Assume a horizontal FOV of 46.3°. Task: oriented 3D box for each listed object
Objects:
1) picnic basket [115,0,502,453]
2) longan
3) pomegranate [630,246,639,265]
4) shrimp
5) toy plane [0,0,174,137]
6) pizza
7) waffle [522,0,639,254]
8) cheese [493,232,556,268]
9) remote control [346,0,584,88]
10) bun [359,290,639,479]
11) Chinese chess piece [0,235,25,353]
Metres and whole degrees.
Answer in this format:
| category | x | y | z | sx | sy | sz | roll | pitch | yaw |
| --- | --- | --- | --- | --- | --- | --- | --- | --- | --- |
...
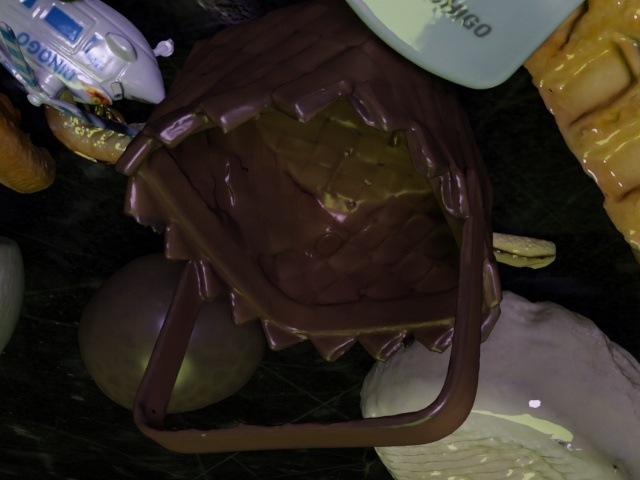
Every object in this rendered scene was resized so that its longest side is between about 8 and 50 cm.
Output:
| category | x | y | z | sx | sy | sz | roll | pitch | yaw |
| --- | --- | --- | --- | --- | --- | --- | --- | --- | --- |
| picnic basket | 0.000 | 0.000 | 0.567 | 0.254 | 0.321 | 0.291 | -9 | 139 | 28 |
| longan | -0.171 | 0.105 | 0.858 | 0.212 | 0.198 | 0.198 | -14 | 139 | 26 |
| pomegranate | 0.349 | -0.032 | 0.560 | 0.215 | 0.215 | 0.215 | 5 | 145 | 4 |
| shrimp | -0.166 | -0.117 | 0.678 | 0.178 | 0.034 | 0.124 | 4 | 138 | 9 |
| toy plane | -0.239 | -0.185 | 0.566 | 0.273 | 0.107 | 0.182 | 35 | 171 | 1 |
| pizza | -0.289 | -0.106 | 0.636 | 0.056 | 0.134 | 0.271 | -33 | 159 | -7 |
| waffle | 0.233 | -0.098 | 0.462 | 0.057 | 0.274 | 0.168 | -16 | 164 | -46 |
| cheese | 0.204 | 0.012 | 0.785 | 0.083 | 0.030 | 0.044 | 9 | 166 | -9 |
| remote control | 0.134 | -0.215 | 0.394 | 0.140 | 0.056 | 0.296 | 30 | 123 | -21 |
| bun | 0.236 | 0.205 | 0.902 | 0.360 | 0.211 | 0.359 | 13 | 140 | 11 |
| Chinese chess piece | -0.478 | 0.043 | 0.735 | 0.349 | 0.146 | 0.349 | 10 | 180 | 0 |
